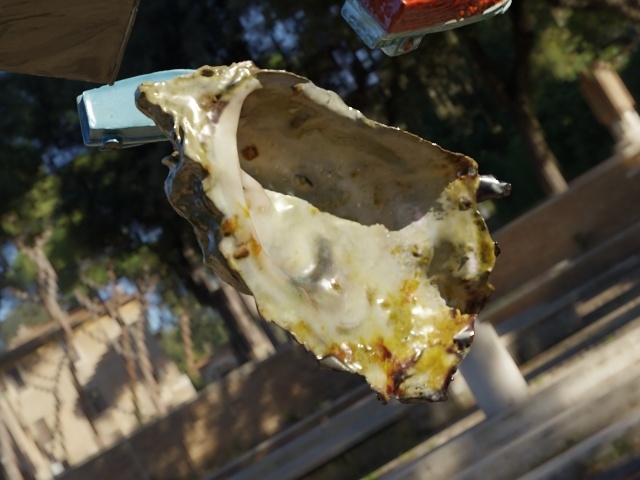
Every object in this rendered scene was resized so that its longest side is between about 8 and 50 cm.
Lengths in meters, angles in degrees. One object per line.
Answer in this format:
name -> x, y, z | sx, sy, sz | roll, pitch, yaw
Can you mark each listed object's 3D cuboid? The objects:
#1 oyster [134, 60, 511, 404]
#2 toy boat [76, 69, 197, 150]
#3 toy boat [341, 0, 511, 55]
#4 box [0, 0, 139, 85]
oyster -> -0.010, -0.002, 1.125 | 0.361, 0.221, 0.096 | 23, -17, -25
toy boat -> -0.211, -0.175, 1.893 | 0.237, 0.109, 0.098 | -10, -19, -8
toy boat -> 0.161, -0.340, 1.884 | 0.332, 0.145, 0.133 | -25, -25, -40
box -> -0.246, -0.276, 1.303 | 0.149, 0.155, 0.231 | 7, -24, -16
